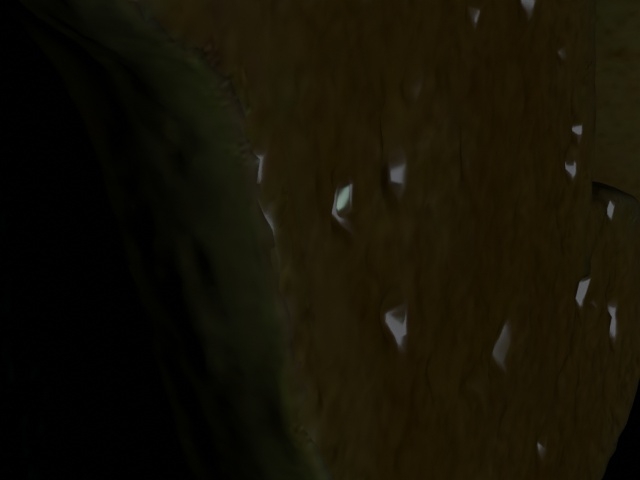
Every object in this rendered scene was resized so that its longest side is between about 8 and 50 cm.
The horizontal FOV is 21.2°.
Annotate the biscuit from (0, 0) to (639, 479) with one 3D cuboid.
[{"bbox_3d":[0.008,-0.014,0.501,0.368,0.076,0.394,-47,137,-49],"label":"biscuit"}]

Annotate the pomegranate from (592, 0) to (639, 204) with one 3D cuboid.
[{"bbox_3d":[0.156,-0.109,0.792,0.319,0.319,0.319,0,90,-78],"label":"pomegranate"}]
